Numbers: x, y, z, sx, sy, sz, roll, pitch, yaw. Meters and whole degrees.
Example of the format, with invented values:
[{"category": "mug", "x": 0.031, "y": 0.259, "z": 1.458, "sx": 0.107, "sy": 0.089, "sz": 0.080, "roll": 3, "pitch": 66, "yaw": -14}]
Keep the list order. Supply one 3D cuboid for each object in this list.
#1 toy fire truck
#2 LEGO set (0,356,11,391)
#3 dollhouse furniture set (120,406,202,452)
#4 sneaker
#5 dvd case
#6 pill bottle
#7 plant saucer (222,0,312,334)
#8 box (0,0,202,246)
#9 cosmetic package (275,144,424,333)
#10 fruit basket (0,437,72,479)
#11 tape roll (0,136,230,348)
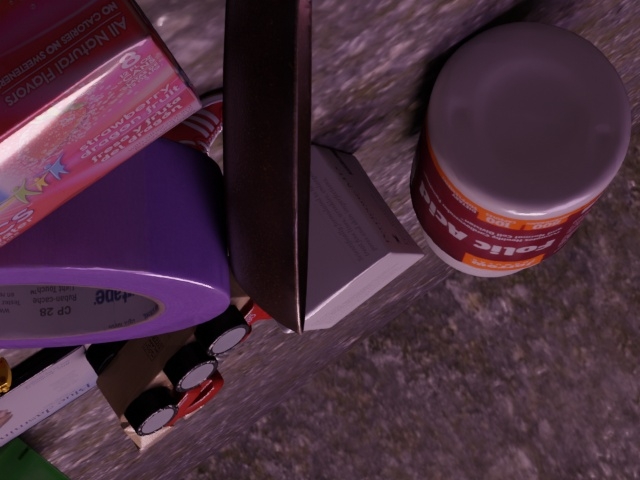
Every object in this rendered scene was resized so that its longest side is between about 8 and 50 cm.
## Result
[{"category": "toy fire truck", "x": -0.131, "y": 0.098, "z": 1.829, "sx": 0.217, "sy": 0.158, "sz": 0.246, "roll": -49, "pitch": 155, "yaw": 25}, {"category": "LEGO set", "x": -0.289, "y": 0.089, "z": 1.413, "sx": 0.227, "sy": 0.093, "sz": 0.087, "roll": -34, "pitch": 169, "yaw": -6}, {"category": "dollhouse furniture set", "x": -0.238, "y": 0.164, "z": 2.077, "sx": 0.144, "sy": 0.123, "sz": 0.151, "roll": -36, "pitch": 135, "yaw": -4}, {"category": "sneaker", "x": -0.100, "y": -0.082, "z": 1.315, "sx": 0.118, "sy": 0.067, "sz": 0.042, "roll": -26, "pitch": 166, "yaw": -41}, {"category": "dvd case", "x": -0.350, "y": 0.189, "z": 1.855, "sx": 0.180, "sy": 0.022, "sz": 0.253, "roll": -33, "pitch": 170, "yaw": -10}, {"category": "pill bottle", "x": 0.222, "y": -0.088, "z": 1.854, "sx": 0.224, "sy": 0.224, "sz": 0.392, "roll": -33, "pitch": 169, "yaw": -9}, {"category": "plant saucer", "x": -0.031, "y": -0.094, "z": 1.023, "sx": 0.050, "sy": 0.310, "sz": 0.310, "roll": 2, "pitch": 168, "yaw": 1}, {"category": "box", "x": -0.231, "y": -0.057, "z": 0.795, "sx": 0.300, "sy": 0.154, "sz": 0.142, "roll": -34, "pitch": 170, "yaw": 0}, {"category": "cosmetic package", "x": 0.000, "y": 0.000, "z": 1.754, "sx": 0.151, "sy": 0.151, "sz": 0.184, "roll": -38, "pitch": 170, "yaw": 11}, {"category": "fruit basket", "x": -0.467, "y": 0.449, "z": 2.074, "sx": 0.392, "sy": 0.283, "sz": 0.392, "roll": -52, "pitch": 173, "yaw": -8}, {"category": "tape roll", "x": -0.197, "y": 0.005, "z": 1.004, "sx": 0.275, "sy": 0.090, "sz": 0.275, "roll": -3, "pitch": 167, "yaw": -1}]
